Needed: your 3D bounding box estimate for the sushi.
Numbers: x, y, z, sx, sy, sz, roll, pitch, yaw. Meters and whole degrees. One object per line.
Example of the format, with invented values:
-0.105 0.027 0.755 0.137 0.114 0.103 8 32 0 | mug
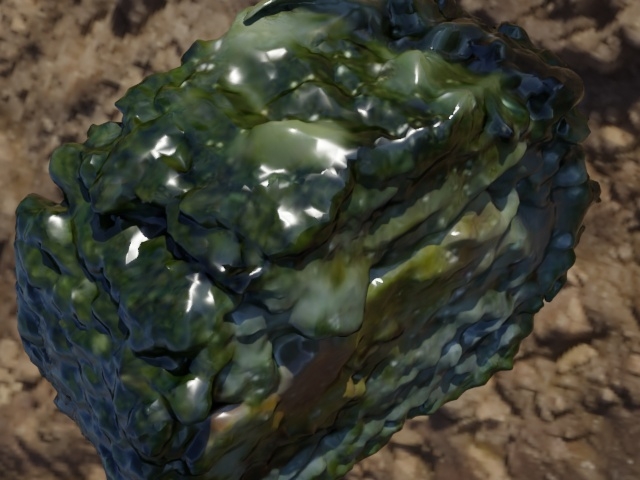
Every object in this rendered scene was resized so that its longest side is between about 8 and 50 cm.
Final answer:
0.000 0.000 0.760 0.178 0.352 0.294 45 152 31 | sushi
